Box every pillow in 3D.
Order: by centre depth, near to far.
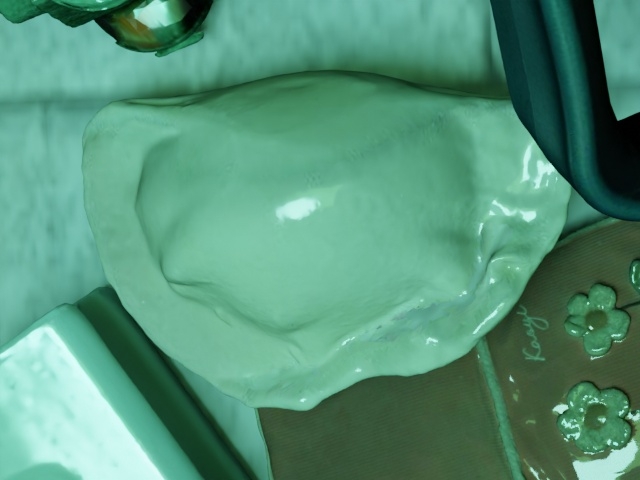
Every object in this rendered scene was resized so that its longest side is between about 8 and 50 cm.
[{"bbox_3d":[0.082,0.074,0.809,0.232,0.043,0.126,-22,67,8],"label":"pillow"}]

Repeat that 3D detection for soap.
[{"bbox_3d":[-0.092,0.174,0.841,0.160,0.087,0.265,-36,90,10],"label":"soap"}]

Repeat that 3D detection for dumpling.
[{"bbox_3d":[0.000,0.000,0.788,0.229,0.124,0.151,-2,91,20],"label":"dumpling"}]

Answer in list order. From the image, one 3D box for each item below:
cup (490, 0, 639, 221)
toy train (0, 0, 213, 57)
[{"bbox_3d":[0.221,-0.146,0.582,0.242,0.292,0.308,24,60,38],"label":"cup"},{"bbox_3d":[-0.038,-0.203,0.789,0.285,0.116,0.177,-24,80,11],"label":"toy train"}]
